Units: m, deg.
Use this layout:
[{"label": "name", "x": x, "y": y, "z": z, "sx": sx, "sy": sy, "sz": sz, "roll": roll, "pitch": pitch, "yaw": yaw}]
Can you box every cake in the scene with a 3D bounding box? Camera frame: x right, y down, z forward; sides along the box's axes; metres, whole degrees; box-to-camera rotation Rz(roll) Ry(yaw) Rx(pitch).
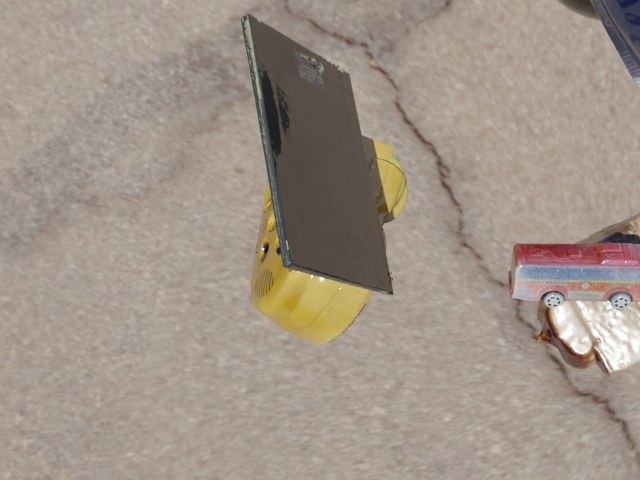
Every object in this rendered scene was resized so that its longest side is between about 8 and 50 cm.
[{"label": "cake", "x": 0.442, "y": 0.080, "z": 1.545, "sx": 0.293, "sy": 0.199, "sz": 0.196, "roll": -31, "pitch": 87, "yaw": 6}]

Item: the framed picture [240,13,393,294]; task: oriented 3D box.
[{"label": "framed picture", "x": 0.000, "y": -0.105, "z": 1.379, "sx": 0.014, "sy": 0.255, "sz": 0.338, "roll": -20, "pitch": 70, "yaw": 29}]

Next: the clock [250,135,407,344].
[{"label": "clock", "x": 0.000, "y": 0.000, "z": 1.702, "sx": 0.200, "sy": 0.244, "sz": 0.317, "roll": 24, "pitch": 72, "yaw": -18}]

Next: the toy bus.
[{"label": "toy bus", "x": 0.344, "y": 0.043, "z": 1.384, "sx": 0.192, "sy": 0.077, "sz": 0.065, "roll": 0, "pitch": 39, "yaw": 4}]

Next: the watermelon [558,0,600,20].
[{"label": "watermelon", "x": 0.435, "y": -0.441, "z": 1.555, "sx": 0.242, "sy": 0.242, "sz": 0.242, "roll": -3, "pitch": 82, "yaw": 18}]

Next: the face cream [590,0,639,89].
[{"label": "face cream", "x": 0.391, "y": -0.294, "z": 1.042, "sx": 0.137, "sy": 0.420, "sz": 0.234, "roll": -32, "pitch": 96, "yaw": -18}]
